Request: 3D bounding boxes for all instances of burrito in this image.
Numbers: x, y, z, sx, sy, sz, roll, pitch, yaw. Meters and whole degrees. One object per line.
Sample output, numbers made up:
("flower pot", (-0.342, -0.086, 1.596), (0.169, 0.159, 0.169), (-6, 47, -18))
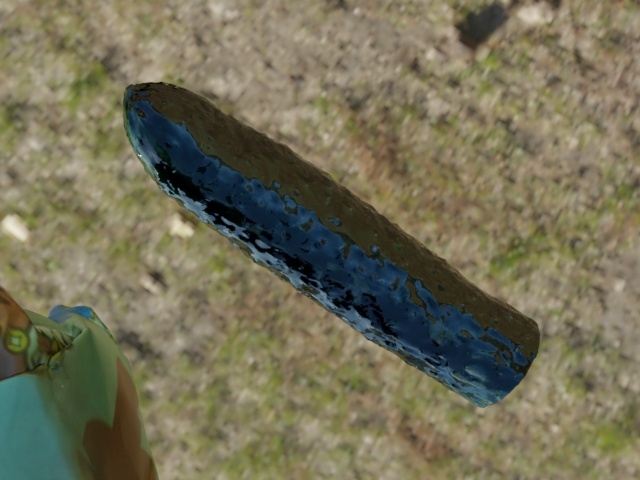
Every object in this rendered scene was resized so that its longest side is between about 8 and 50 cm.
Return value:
("burrito", (-0.037, 0.140, 0.393), (0.054, 0.104, 0.288), (-9, 99, 31))

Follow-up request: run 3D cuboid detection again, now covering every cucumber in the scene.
("cucumber", (0.000, 0.000, 0.411), (0.133, 0.032, 0.032), (34, 139, -20))
